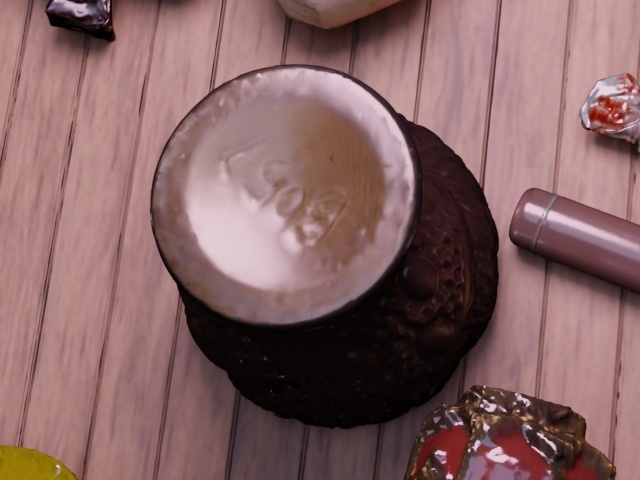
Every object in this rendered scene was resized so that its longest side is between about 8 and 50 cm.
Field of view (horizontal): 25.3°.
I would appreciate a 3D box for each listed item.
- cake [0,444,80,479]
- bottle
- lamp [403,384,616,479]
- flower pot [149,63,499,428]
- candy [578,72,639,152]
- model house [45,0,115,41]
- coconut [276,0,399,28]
[{"bbox_3d":[-0.283,0.279,1.134,0.261,0.156,0.179,-19,57,0],"label":"cake"},{"bbox_3d":[0.224,0.002,1.157,0.140,0.053,0.053,22,81,15],"label":"bottle"},{"bbox_3d":[0.124,0.248,1.058,0.177,0.177,0.274,12,79,13],"label":"lamp"},{"bbox_3d":[0.000,0.000,1.090,0.267,0.267,0.266,-2,76,10],"label":"flower pot"},{"bbox_3d":[0.331,-0.035,1.143,0.086,0.059,0.292,-42,73,-5],"label":"candy"},{"bbox_3d":[-0.181,-0.277,1.286,0.164,0.141,0.203,45,109,-4],"label":"model house"},{"bbox_3d":[0.027,-0.274,1.206,0.183,0.171,0.171,-27,73,11],"label":"coconut"}]
